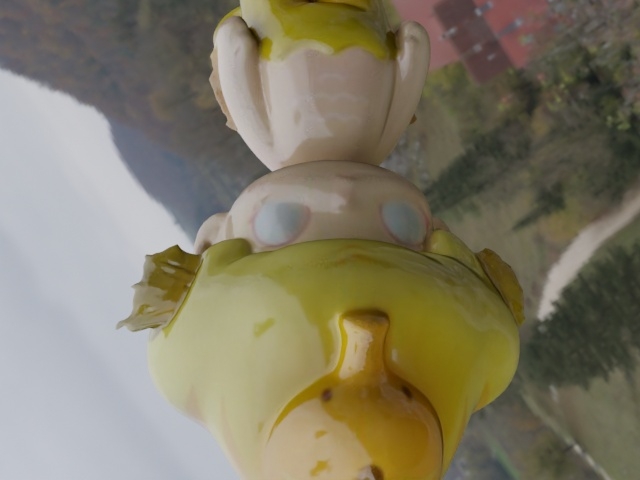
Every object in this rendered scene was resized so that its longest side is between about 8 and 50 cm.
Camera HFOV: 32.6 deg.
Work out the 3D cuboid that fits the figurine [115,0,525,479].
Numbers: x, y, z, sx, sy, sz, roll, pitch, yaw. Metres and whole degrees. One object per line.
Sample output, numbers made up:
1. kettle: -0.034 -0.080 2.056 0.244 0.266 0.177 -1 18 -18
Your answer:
1. figurine: 0.000 0.000 0.435 0.131 0.156 0.246 115 155 -73
